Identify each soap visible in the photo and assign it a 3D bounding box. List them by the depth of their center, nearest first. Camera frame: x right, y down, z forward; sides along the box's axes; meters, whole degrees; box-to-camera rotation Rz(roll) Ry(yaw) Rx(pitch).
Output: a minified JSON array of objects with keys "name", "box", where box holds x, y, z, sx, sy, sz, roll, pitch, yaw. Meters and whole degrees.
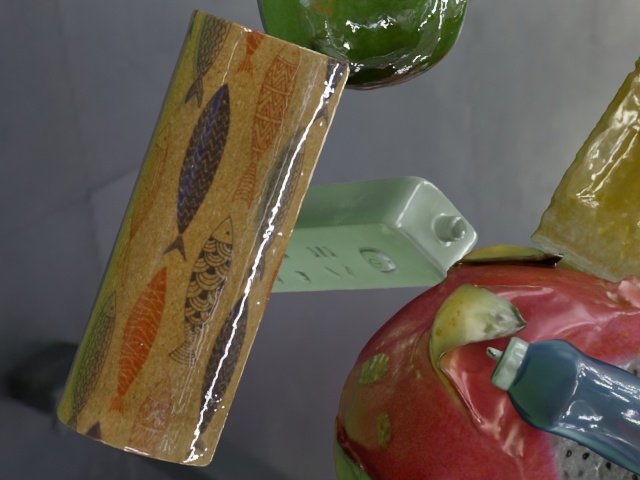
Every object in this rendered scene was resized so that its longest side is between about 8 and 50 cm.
[{"name":"soap","box":[0.424,-0.027,1.847,0.293,0.335,0.156,-53,158,-9]}]

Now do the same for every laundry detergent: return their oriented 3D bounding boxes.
[{"name":"laundry detergent","box":[0.198,0.115,1.134,0.061,0.206,0.096,-65,174,9]}]

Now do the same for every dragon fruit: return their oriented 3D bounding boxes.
[{"name":"dragon fruit","box":[0.164,0.144,1.283,0.290,0.189,0.291,2,83,-13]}]

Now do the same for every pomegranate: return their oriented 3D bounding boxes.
[{"name":"pomegranate","box":[0.031,-0.237,1.500,0.187,0.187,0.225,-36,123,-47]}]

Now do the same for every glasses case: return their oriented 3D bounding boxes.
[{"name":"glasses case","box":[-0.046,0.000,0.701,0.041,0.064,0.170,-132,-119,-80]}]

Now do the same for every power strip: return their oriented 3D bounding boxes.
[{"name":"power strip","box":[0.000,0.000,1.636,0.091,0.385,0.062,47,63,-25]}]
